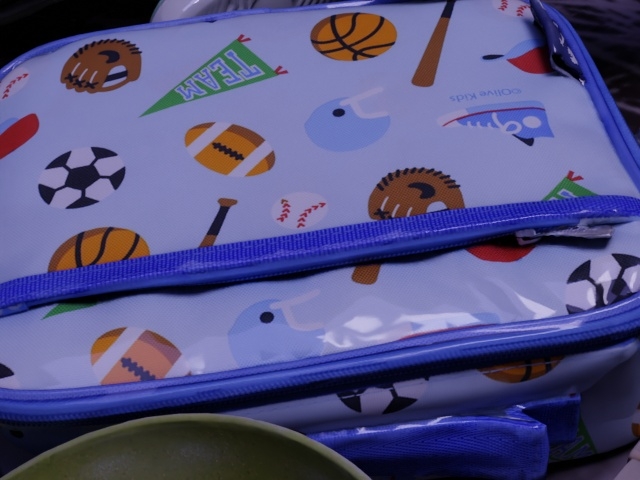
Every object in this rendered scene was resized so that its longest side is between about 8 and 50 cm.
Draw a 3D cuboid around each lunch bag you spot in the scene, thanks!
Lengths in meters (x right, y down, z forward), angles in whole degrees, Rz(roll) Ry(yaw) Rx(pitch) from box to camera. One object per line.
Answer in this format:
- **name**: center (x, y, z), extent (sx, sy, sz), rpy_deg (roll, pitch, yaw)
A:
- **lunch bag**: center (0.000, 0.000, 0.522), extent (0.303, 0.115, 0.243), rpy_deg (-9, 43, -1)

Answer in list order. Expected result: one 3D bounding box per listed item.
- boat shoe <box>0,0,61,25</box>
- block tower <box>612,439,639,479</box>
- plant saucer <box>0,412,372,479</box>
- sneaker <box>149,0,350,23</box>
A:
- **boat shoe**: center (-0.251, -0.170, 0.754), extent (0.302, 0.109, 0.094), rpy_deg (-32, 49, -30)
- **block tower**: center (0.231, 0.033, 0.465), extent (0.097, 0.091, 0.335), rpy_deg (27, 51, 34)
- **plant saucer**: center (-0.062, 0.163, 0.351), extent (0.241, 0.037, 0.241), rpy_deg (-17, 46, 19)
- **sneaker**: center (-0.050, -0.164, 0.725), extent (0.151, 0.094, 0.256), rpy_deg (26, 40, 24)
